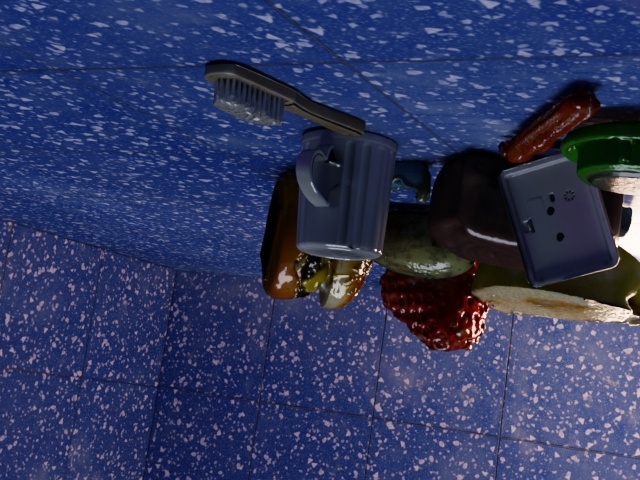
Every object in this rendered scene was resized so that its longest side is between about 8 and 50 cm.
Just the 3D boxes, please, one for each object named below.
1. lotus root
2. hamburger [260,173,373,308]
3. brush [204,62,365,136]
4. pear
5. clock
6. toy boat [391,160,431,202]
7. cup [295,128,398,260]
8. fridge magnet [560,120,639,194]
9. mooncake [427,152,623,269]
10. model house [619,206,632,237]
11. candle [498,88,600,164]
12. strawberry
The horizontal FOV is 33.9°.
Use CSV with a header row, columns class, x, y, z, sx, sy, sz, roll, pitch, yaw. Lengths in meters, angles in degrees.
class,x,y,z,sx,sy,sz,roll,pitch,yaw
lotus root,0.213,0.000,2.352,0.309,0.173,0.173,8,172,20
hamburger,0.000,0.000,2.157,0.225,0.291,0.291,9,172,-8
brush,-0.046,-0.191,1.584,0.070,0.065,0.327,0,170,42
pear,0.528,0.061,2.293,0.386,0.191,0.340,2,166,37
clock,0.376,-0.036,1.647,0.147,0.192,0.071,-17,177,19
toy boat,0.147,-0.100,1.947,0.075,0.077,0.185,14,170,-32
cup,0.019,-0.079,1.783,0.221,0.202,0.167,11,170,-31
fridge magnet,0.447,-0.118,1.496,0.208,0.088,0.208,7,172,1
mooncake,0.366,-0.044,1.819,0.325,0.174,0.334,13,172,-16
model house,0.558,-0.029,2.037,0.083,0.079,0.066,6,174,7
candle,0.324,-0.158,1.492,0.051,0.048,0.329,-18,175,-8
strawberry,0.281,0.100,2.449,0.265,0.336,0.149,-6,135,-8
